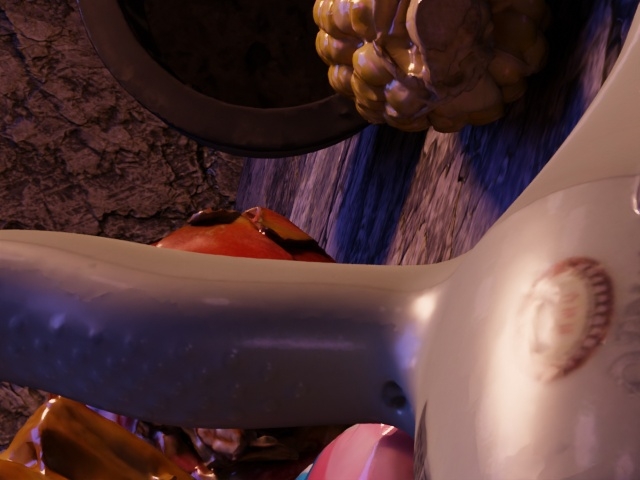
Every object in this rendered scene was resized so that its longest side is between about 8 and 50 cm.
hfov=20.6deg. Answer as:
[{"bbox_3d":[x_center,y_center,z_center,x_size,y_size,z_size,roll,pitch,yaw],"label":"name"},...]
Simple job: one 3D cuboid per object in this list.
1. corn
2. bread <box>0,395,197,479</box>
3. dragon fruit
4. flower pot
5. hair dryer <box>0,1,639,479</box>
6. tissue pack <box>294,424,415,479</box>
[{"bbox_3d":[0.060,-0.128,1.007,0.347,0.130,0.130,-91,18,-82],"label":"corn"},{"bbox_3d":[-0.090,0.230,0.836,0.191,0.314,0.370,-42,-9,-15],"label":"bread"},{"bbox_3d":[-0.058,0.106,1.057,0.315,0.250,0.250,-40,32,54],"label":"dragon fruit"},{"bbox_3d":[-0.047,-0.204,1.448,0.330,0.293,0.294,142,144,-86],"label":"flower pot"},{"bbox_3d":[0.037,-0.011,0.478,0.296,0.298,0.119,-38,-43,-44],"label":"hair dryer"},{"bbox_3d":[0.013,0.206,0.519,0.209,0.137,0.270,115,168,-66],"label":"tissue pack"}]
